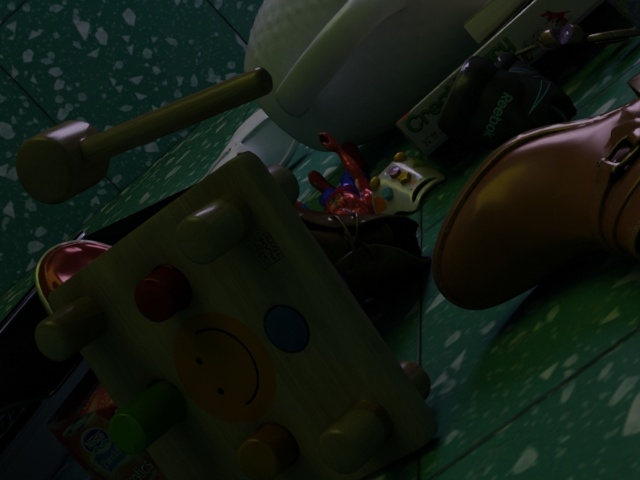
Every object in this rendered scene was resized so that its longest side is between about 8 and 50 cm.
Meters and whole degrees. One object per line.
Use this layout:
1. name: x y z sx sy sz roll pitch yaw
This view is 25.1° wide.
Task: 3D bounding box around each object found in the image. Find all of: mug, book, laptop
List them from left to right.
1. laptop: -0.263 0.166 1.624 0.236 0.408 0.382 12 41 21
2. mug: 0.051 -0.268 1.818 0.328 0.276 0.374 -45 2 25
3. book: 0.240 -0.290 1.648 0.144 0.035 0.096 -42 -4 39

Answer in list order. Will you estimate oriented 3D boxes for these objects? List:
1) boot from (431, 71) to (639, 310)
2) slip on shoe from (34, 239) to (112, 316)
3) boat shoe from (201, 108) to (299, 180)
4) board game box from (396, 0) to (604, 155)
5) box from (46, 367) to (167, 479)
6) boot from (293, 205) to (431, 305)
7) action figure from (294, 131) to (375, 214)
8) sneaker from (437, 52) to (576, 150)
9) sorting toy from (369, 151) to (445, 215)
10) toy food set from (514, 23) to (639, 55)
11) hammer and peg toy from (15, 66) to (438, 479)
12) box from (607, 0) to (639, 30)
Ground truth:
1. boot: 0.206 -0.015 1.015 0.283 0.109 0.220 -33 19 10
2. slip on shoe: -0.136 0.069 1.309 0.331 0.101 0.123 27 50 33
3. boat shoe: -0.123 -0.094 2.218 0.277 0.098 0.096 -50 12 12
4. board game box: 0.214 -0.211 1.591 0.305 0.053 0.193 -41 0 5
5. box: -0.138 0.131 1.442 0.128 0.123 0.257 -20 25 40
6. boot: 0.000 0.000 1.291 0.115 0.112 0.305 -22 -14 24
7. action figure: 0.001 -0.078 1.711 0.091 0.139 0.280 -42 15 9
8. sneaker: 0.190 -0.118 1.384 0.101 0.106 0.267 -68 -14 15
9. sorting toy: 0.101 -0.060 1.579 0.083 0.045 0.075 -46 33 -13
10. toy food set: 0.262 -0.207 1.452 0.122 0.019 0.078 -8 1 -12
11. hammer and peg toy: -0.095 0.046 1.101 0.266 0.361 0.127 -32 2 37
12. box: 0.372 -0.380 1.307 0.279 0.177 0.290 -46 -4 -14
